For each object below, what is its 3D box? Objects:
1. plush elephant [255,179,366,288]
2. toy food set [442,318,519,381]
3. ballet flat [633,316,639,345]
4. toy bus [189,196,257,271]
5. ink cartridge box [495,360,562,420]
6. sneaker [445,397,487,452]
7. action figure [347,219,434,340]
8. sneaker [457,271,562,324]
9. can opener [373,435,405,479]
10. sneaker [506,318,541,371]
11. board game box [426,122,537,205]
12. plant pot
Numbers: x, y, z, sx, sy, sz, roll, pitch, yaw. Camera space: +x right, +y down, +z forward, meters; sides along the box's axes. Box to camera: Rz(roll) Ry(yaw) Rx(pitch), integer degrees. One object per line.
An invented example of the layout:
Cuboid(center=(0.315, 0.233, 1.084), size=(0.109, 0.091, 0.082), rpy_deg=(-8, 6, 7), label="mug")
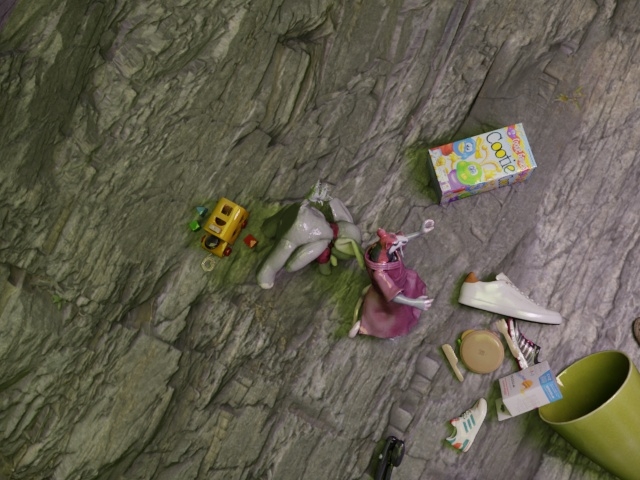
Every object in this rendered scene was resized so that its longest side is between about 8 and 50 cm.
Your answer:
Cuboid(center=(0.000, 0.000, 1.872), size=(0.255, 0.272, 0.330), rpy_deg=(31, 121, -24), label="plush elephant")
Cuboid(center=(0.457, 0.311, 1.836), size=(0.192, 0.038, 0.133), rpy_deg=(-27, 83, 16), label="toy food set")
Cuboid(center=(0.953, 0.321, 1.780), size=(0.084, 0.058, 0.250), rpy_deg=(-26, 77, 0), label="ballet flat")
Cuboid(center=(-0.305, -0.031, 1.965), size=(0.190, 0.104, 0.202), rpy_deg=(-18, 77, 3), label="toy bus")
Cuboid(center=(0.551, 0.409, 1.757), size=(0.181, 0.104, 0.062), rpy_deg=(-28, 105, 18), label="ink cartridge box")
Cuboid(center=(0.407, 0.506, 1.806), size=(0.075, 0.057, 0.161), rpy_deg=(26, 86, 5), label="sneaker")
Cuboid(center=(0.182, 0.090, 1.769), size=(0.275, 0.370, 0.248), rpy_deg=(-2, 48, 19), label="action figure")
Cuboid(center=(0.546, 0.159, 1.832), size=(0.290, 0.106, 0.123), rpy_deg=(15, 84, 10), label="sneaker")
Cuboid(center=(0.182, 0.637, 1.807), size=(0.059, 0.073, 0.186), rpy_deg=(23, 92, 2), label="can opener")
Cuboid(center=(0.580, 0.297, 1.826), size=(0.074, 0.063, 0.171), rpy_deg=(-19, 83, 3), label="sneaker")
Cuboid(center=(0.466, -0.221, 1.896), size=(0.275, 0.142, 0.144), rpy_deg=(-16, 78, 3), label="board game box")
Cuboid(center=(0.775, 0.487, 1.686), size=(0.274, 0.275, 0.293), rpy_deg=(-41, 94, -2), label="plant pot")
